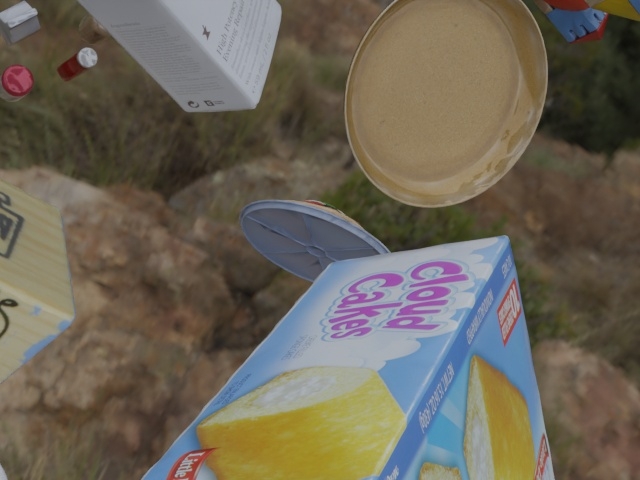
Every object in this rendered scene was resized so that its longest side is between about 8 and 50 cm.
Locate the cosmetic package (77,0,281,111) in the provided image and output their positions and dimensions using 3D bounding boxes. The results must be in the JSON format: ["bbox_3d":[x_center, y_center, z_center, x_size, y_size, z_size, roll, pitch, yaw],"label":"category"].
[{"bbox_3d":[-0.130,-0.220,1.334,0.086,0.231,0.117,-1,64,28],"label":"cosmetic package"}]

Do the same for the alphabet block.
[{"bbox_3d":[-0.427,0.039,1.773,0.197,0.192,0.193,30,30,-40],"label":"alphabet block"}]

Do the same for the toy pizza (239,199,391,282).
[{"bbox_3d":[0.000,0.000,1.799,0.201,0.201,0.032,25,67,-6],"label":"toy pizza"}]

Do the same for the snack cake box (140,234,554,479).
[{"bbox_3d":[0.022,0.113,0.571,0.264,0.089,0.152,-49,127,-65],"label":"snack cake box"}]

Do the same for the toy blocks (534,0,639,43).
[{"bbox_3d":[0.317,-0.351,1.695,0.261,0.381,0.190,47,52,-16],"label":"toy blocks"}]

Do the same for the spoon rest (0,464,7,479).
[{"bbox_3d":[-0.445,0.269,1.604,0.276,0.084,0.137,10,79,22],"label":"spoon rest"}]

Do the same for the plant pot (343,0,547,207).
[{"bbox_3d":[0.121,-0.149,1.510,0.236,0.236,0.032,-5,21,-28],"label":"plant pot"}]

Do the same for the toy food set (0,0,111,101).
[{"bbox_3d":[-0.326,-0.248,1.845,0.232,0.104,0.111,-31,99,-19],"label":"toy food set"}]
